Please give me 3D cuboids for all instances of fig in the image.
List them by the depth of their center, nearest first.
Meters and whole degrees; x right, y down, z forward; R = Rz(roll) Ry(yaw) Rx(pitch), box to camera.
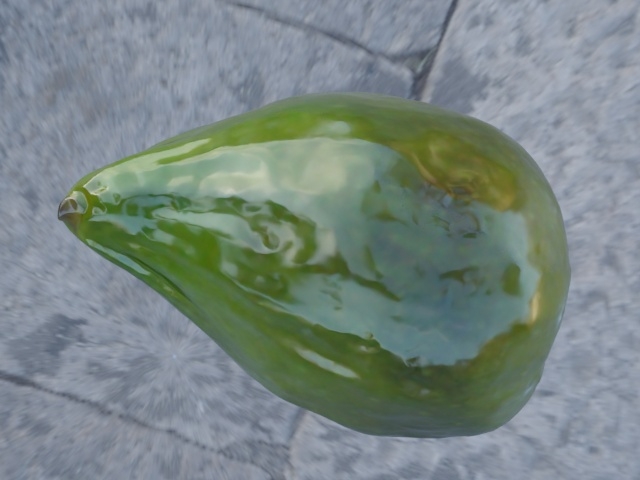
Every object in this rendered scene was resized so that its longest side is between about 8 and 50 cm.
[{"bbox_3d":[0.011,0.000,0.814,0.233,0.167,0.167,30,84,8],"label":"fig"}]
